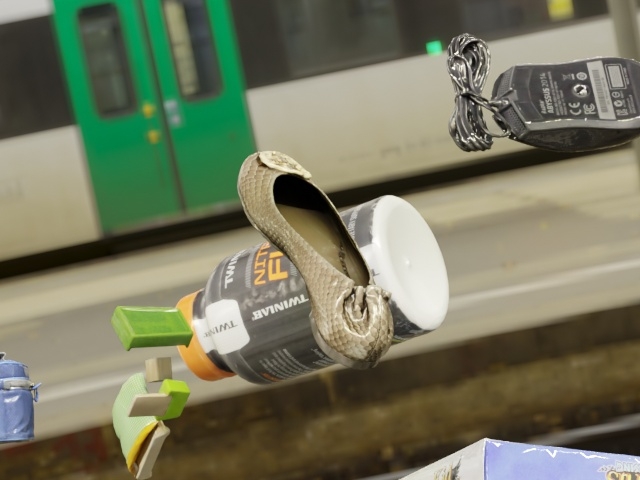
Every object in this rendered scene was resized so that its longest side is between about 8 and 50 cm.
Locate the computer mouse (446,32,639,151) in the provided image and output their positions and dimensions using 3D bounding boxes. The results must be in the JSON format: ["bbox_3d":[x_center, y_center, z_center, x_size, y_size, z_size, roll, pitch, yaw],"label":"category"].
[{"bbox_3d":[0.289,-0.167,2.064,0.272,0.188,0.072,1,-38,-1],"label":"computer mouse"}]

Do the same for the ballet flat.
[{"bbox_3d":[0.000,0.000,1.307,0.084,0.058,0.250,8,34,-28],"label":"ballet flat"}]

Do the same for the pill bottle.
[{"bbox_3d":[-0.016,0.057,1.543,0.246,0.130,0.130,-21,2,28],"label":"pill bottle"}]

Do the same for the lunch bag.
[{"bbox_3d":[-0.243,0.112,1.169,0.098,0.065,0.067,-8,-7,-5],"label":"lunch bag"}]

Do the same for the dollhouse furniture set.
[{"bbox_3d":[-0.155,0.124,1.369,0.059,0.151,0.076,0,40,-33],"label":"dollhouse furniture set"}]

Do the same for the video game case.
[{"bbox_3d":[0.211,0.241,1.487,0.270,0.061,0.244,9,-21,-20],"label":"video game case"}]
